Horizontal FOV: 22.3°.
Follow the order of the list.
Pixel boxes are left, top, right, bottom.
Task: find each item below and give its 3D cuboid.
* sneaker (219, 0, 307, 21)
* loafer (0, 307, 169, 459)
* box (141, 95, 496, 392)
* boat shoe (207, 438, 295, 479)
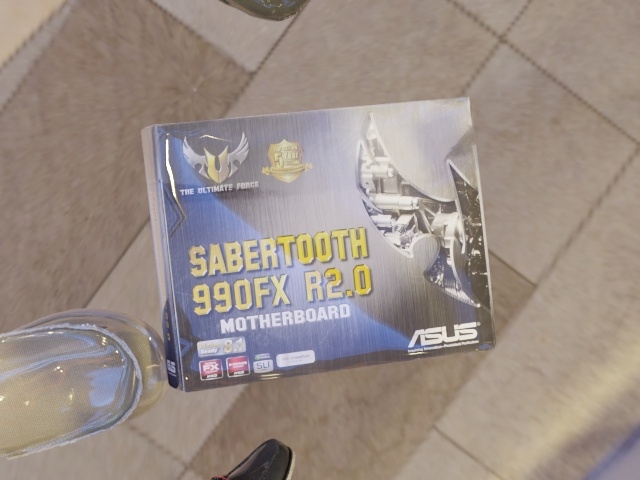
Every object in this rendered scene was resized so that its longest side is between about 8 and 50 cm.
[{"bbox_3d":[-0.058,-0.268,1.068,0.109,0.130,0.286,-34,125,-21],"label":"sneaker"},{"bbox_3d":[-0.241,0.119,1.207,0.269,0.092,0.101,-12,103,16],"label":"loafer"},{"bbox_3d":[0.000,0.000,1.133,0.231,0.056,0.183,-6,92,-17],"label":"box"},{"bbox_3d":[-0.069,0.195,1.202,0.133,0.049,0.042,-47,119,-22],"label":"boat shoe"}]
